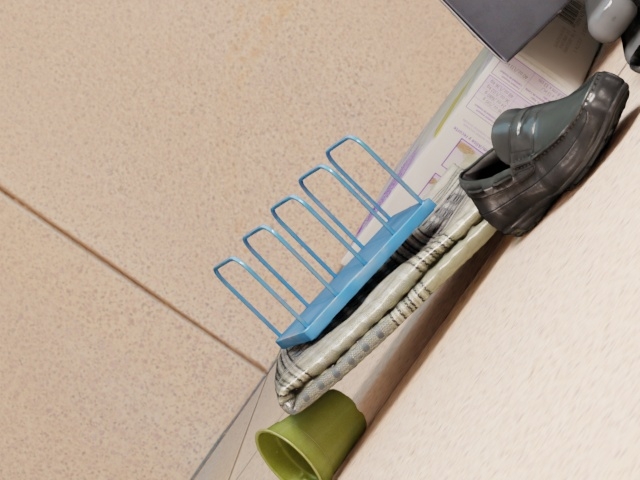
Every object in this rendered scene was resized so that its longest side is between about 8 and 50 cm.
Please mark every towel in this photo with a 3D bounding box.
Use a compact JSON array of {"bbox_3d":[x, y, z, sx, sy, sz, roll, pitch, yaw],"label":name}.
[{"bbox_3d":[0.075,0.022,1.772,0.324,0.056,0.312,-43,2,2],"label":"towel"}]

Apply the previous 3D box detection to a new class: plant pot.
[{"bbox_3d":[-0.002,0.176,1.713,0.079,0.083,0.083,-43,-4,-26],"label":"plant pot"}]

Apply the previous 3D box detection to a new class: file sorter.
[{"bbox_3d":[0.000,0.000,1.752,0.170,0.104,0.118,-46,6,-15],"label":"file sorter"}]

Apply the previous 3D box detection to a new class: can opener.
[{"bbox_3d":[0.264,-0.208,1.605,0.093,0.074,0.280,-54,3,21],"label":"can opener"}]

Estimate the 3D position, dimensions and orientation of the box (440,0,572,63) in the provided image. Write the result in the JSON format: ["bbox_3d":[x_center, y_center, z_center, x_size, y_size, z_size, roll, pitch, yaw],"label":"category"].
[{"bbox_3d":[0.272,-0.385,1.845,0.343,0.179,0.312,-45,0,37],"label":"box"}]

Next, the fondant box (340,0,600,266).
[{"bbox_3d":[0.169,-0.114,2.045,0.330,0.096,0.238,-55,2,34],"label":"fondant box"}]

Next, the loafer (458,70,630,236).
[{"bbox_3d":[0.171,-0.073,1.508,0.076,0.078,0.223,-57,2,-29],"label":"loafer"}]

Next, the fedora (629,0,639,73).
[{"bbox_3d":[0.279,-0.283,1.345,0.334,0.152,0.334,-55,2,3],"label":"fedora"}]
